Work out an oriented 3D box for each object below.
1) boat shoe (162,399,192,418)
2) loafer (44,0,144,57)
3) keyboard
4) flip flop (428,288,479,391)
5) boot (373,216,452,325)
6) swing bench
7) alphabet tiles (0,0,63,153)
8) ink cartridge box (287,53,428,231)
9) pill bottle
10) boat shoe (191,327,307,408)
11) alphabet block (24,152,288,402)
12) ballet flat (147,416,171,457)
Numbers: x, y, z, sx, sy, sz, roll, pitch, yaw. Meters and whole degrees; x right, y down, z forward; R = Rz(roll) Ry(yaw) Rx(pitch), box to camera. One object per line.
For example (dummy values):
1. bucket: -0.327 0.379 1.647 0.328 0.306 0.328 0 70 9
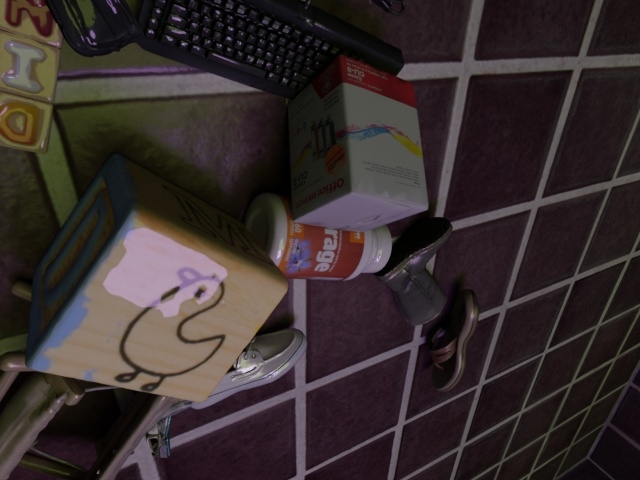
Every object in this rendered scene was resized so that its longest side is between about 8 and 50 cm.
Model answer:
1. boat shoe: -0.248 0.263 0.659 0.100 0.035 0.035 -31 156 24
2. loafer: -0.226 -0.277 0.349 0.078 0.076 0.223 -30 133 -21
3. keyboard: -0.025 -0.246 0.470 0.317 0.033 0.201 5 145 -35
4. flip flop: 0.300 0.235 0.972 0.080 0.112 0.276 4 119 -5
5. boot: 0.216 0.071 0.835 0.190 0.076 0.208 -37 124 10
6. swing bench: -0.322 0.226 0.534 0.255 0.165 0.253 31 97 -40
7. alphabet tiles: -0.382 -0.211 0.342 0.285 0.011 0.342 8 112 -35
8. ink cartridge box: 0.043 -0.112 0.535 0.128 0.128 0.176 6 73 -35
9. pill bottle: 0.000 0.000 0.629 0.216 0.121 0.121 6 113 -34
10. boat shoe: -0.130 0.204 0.691 0.226 0.083 0.075 -28 129 -14
11. alphabet block: -0.193 0.044 0.490 0.197 0.193 0.192 31 99 -40
12. ballet flat: -0.276 0.330 0.705 0.041 0.041 0.114 -3 117 -30
